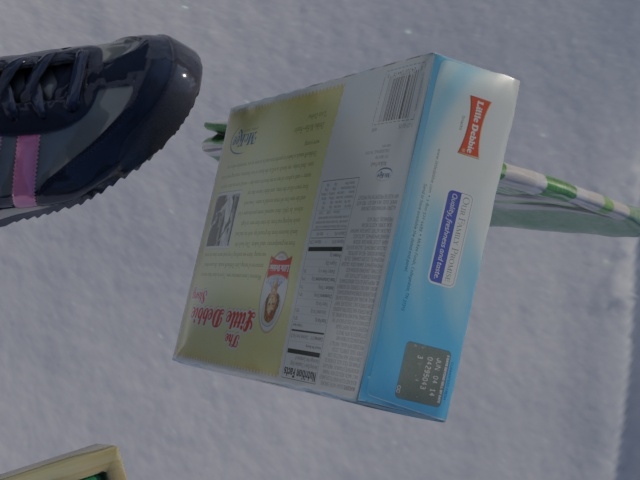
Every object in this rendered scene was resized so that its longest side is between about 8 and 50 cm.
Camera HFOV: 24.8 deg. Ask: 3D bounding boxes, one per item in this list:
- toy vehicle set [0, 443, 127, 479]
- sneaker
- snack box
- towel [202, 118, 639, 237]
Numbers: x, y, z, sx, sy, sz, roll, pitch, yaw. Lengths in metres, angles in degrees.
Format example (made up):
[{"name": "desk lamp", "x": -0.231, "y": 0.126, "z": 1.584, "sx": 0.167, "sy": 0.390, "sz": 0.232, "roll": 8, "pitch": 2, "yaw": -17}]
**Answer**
[{"name": "toy vehicle set", "x": -0.178, "y": 0.191, "z": 0.514, "sx": 0.266, "sy": 0.035, "sz": 0.166, "roll": -16, "pitch": 91, "yaw": -21}, {"name": "sneaker", "x": -0.237, "y": -0.084, "z": 1.021, "sx": 0.319, "sy": 0.112, "sz": 0.131, "roll": -20, "pitch": 138, "yaw": 26}, {"name": "snack box", "x": 0.000, "y": 0.000, "z": 0.894, "sx": 0.060, "sy": 0.322, "sz": 0.187, "roll": 15, "pitch": 84, "yaw": -22}, {"name": "towel", "x": 0.093, "y": -0.047, "z": 1.229, "sx": 0.324, "sy": 0.247, "sz": 0.038, "roll": 15, "pitch": 84, "yaw": -39}]
